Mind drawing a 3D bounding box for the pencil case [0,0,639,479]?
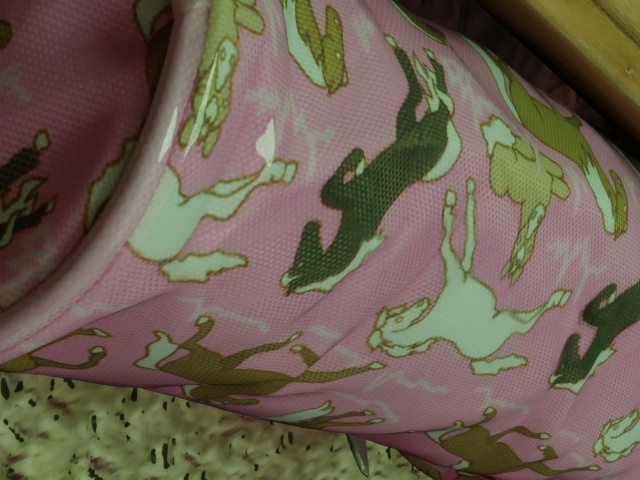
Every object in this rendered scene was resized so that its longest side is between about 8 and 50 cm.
[{"bbox_3d":[0.000,0.000,0.563,0.386,0.160,0.167,24,97,-55],"label":"pencil case"}]

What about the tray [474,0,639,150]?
[{"bbox_3d":[0.145,-0.141,0.569,0.411,0.076,0.203,35,93,-38],"label":"tray"}]
